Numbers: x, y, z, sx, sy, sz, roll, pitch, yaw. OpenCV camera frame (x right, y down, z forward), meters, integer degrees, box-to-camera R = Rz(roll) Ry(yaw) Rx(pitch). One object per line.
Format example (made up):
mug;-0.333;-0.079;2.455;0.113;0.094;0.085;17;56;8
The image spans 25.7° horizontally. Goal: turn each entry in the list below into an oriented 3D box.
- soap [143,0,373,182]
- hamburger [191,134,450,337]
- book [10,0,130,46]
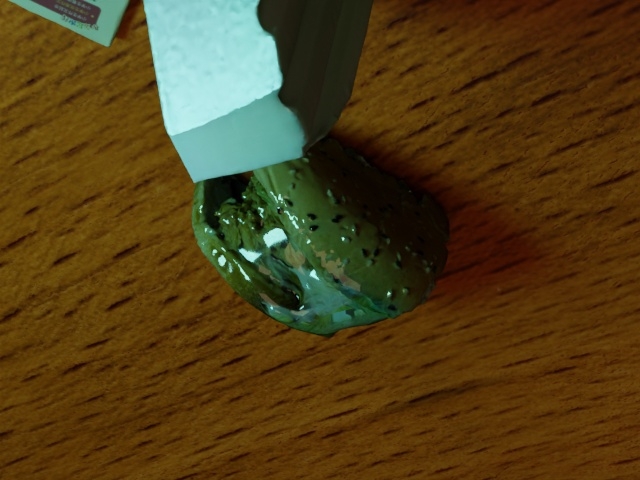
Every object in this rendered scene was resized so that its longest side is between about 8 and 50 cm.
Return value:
soap;-0.045;-0.213;1.177;0.115;0.347;0.208;-9;131;20
hamburger;0.000;0.000;1.500;0.288;0.192;0.168;30;123;-16
book;-0.243;-0.306;1.365;0.162;0.022;0.232;25;134;-8
